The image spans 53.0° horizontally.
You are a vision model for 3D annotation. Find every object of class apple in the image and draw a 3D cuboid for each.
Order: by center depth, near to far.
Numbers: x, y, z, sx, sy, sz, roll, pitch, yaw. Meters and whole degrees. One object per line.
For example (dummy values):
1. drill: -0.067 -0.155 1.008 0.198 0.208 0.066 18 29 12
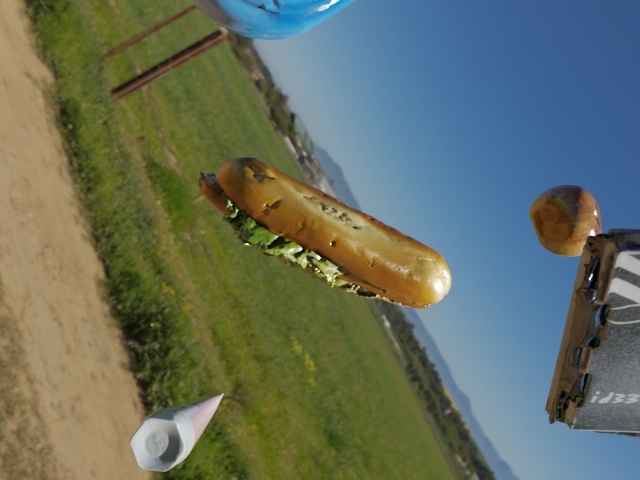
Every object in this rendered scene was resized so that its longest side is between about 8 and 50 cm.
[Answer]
1. apple: 0.281 -0.023 0.738 0.084 0.071 0.084 25 58 -49

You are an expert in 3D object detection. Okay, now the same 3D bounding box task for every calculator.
1. calculator: 0.255 0.081 0.450 0.274 0.165 0.028 74 21 -50

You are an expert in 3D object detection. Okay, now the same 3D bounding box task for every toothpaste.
1. toothpaste: -0.119 0.159 0.551 0.043 0.067 0.194 53 -8 6

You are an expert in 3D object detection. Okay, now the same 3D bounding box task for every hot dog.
1. hot dog: 0.000 0.000 0.805 0.337 0.100 0.135 27 -8 -7

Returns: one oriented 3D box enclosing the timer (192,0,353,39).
1. timer: -0.025 -0.387 0.628 0.309 0.340 0.115 57 -16 -14
